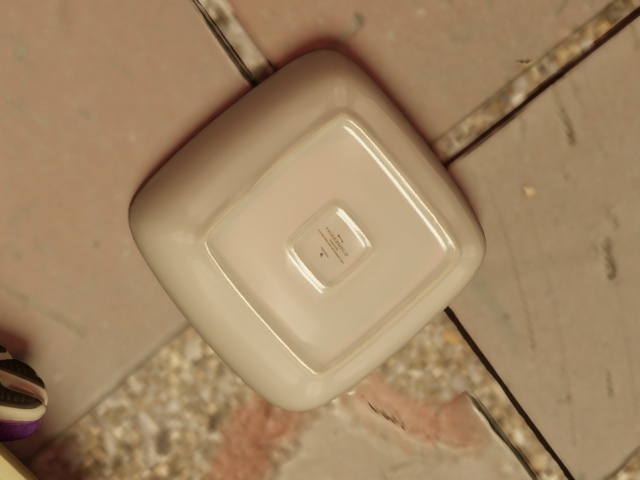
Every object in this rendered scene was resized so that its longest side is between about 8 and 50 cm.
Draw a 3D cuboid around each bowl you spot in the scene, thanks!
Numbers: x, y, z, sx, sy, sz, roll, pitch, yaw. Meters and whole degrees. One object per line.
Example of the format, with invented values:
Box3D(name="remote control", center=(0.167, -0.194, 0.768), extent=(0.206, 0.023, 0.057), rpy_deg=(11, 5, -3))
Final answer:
Box3D(name="bowl", center=(0.000, 0.000, 0.804), extent=(0.142, 0.053, 0.142), rpy_deg=(-40, 106, -5))

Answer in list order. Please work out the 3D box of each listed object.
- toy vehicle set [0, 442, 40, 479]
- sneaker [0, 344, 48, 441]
Box3D(name="toy vehicle set", center=(-0.229, 0.177, 0.715), extent=(0.267, 0.035, 0.166), rpy_deg=(-43, 123, -5))
Box3D(name="sneaker", center=(-0.205, 0.085, 0.770), extent=(0.170, 0.068, 0.071), rpy_deg=(-6, 114, -4))
